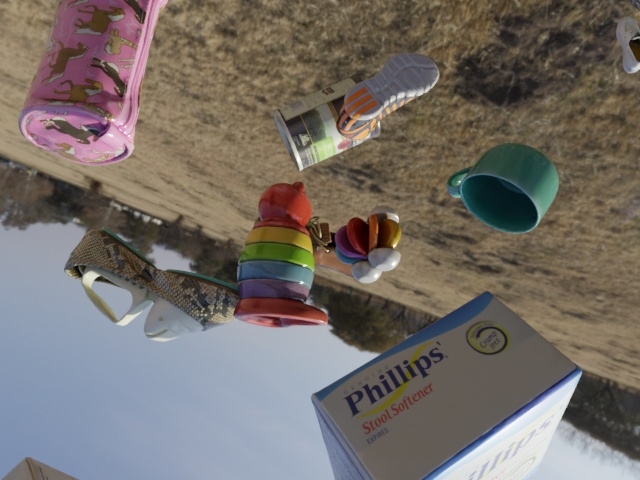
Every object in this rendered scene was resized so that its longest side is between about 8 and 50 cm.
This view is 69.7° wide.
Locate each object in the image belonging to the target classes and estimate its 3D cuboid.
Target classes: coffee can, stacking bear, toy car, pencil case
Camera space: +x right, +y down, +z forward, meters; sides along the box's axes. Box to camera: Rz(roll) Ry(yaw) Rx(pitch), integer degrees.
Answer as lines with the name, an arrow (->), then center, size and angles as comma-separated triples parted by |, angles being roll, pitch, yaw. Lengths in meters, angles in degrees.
coffee can -> 0.018, -0.361, 1.419 | 0.201, 0.276, 0.201 | 155, 90, -87
stacking bear -> -0.082, 0.021, 0.937 | 0.176, 0.288, 0.164 | -13, 155, 42
toy car -> 0.103, 0.003, 1.096 | 0.136, 0.159, 0.182 | 15, 148, -22
pencil case -> -0.365, -0.311, 0.766 | 0.160, 0.385, 0.167 | 21, 149, -36

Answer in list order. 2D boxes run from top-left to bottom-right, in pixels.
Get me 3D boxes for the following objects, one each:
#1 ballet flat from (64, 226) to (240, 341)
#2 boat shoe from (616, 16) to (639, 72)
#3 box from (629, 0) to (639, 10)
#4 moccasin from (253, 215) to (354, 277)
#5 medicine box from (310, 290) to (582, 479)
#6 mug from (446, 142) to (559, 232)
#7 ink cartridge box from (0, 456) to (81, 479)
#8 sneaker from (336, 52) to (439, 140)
ballet flat -> -0.385, 0.123, 1.040 | 0.483, 0.182, 0.164 | 21, 152, 20
boat shoe -> 0.524, -0.334, 0.770 | 0.035, 0.100, 0.035 | 0, 171, 4
box -> 0.498, -0.299, 0.432 | 0.073, 0.295, 0.293 | 31, 129, -32
moccasin -> 0.000, 0.001, 1.294 | 0.381, 0.146, 0.139 | 19, -154, -5
medicine box -> 0.153, 0.254, 0.592 | 0.149, 0.264, 0.289 | 47, 156, 43
mug -> 0.293, -0.097, 0.731 | 0.158, 0.097, 0.129 | 35, 160, 17
ink cartridge box -> -0.358, 0.455, 0.611 | 0.122, 0.211, 0.289 | 29, 155, 43
sneaker -> 0.165, -0.386, 1.250 | 0.124, 0.321, 0.180 | 58, 160, 4
